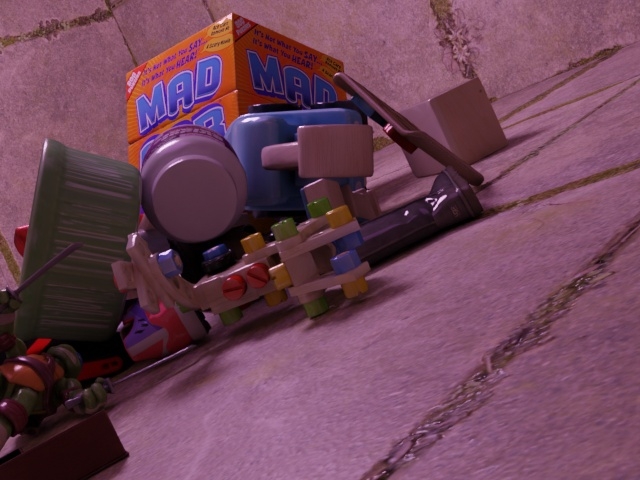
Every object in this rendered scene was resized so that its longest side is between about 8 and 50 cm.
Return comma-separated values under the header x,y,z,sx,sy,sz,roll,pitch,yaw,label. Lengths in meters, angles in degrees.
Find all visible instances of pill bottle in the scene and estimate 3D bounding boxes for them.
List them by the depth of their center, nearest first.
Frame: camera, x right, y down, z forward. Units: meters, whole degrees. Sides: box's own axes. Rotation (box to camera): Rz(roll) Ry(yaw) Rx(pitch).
x,y,z,sx,sy,sz,roll,pitch,yaw,label
-0.202,-0.089,1.679,0.169,0.169,0.301,-25,15,-3,pill bottle

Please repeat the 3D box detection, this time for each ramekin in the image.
x,y,z,sx,sy,sz,roll,pitch,yaw,label
-0.363,0.009,1.582,0.148,0.304,0.303,10,-4,-16,ramekin

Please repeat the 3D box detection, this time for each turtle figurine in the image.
x,y,z,sx,sy,sz,roll,pitch,yaw,label
-0.357,0.143,1.301,0.274,0.198,0.266,-26,5,29,turtle figurine

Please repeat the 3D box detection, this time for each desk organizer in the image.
x,y,z,sx,sy,sz,roll,pitch,yaw,label
-0.253,0.210,1.003,0.130,0.050,0.047,-27,7,-20,desk organizer

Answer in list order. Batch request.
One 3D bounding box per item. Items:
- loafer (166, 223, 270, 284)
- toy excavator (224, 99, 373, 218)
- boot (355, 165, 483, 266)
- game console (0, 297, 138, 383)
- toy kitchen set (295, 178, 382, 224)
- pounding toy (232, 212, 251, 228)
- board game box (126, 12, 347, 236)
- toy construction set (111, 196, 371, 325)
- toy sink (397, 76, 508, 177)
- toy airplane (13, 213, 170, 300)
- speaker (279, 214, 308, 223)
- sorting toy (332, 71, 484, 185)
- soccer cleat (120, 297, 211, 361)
x,y,z,sx,sy,sz,roll,pitch,yaw,label
-0.151,0.040,1.749,0.130,0.134,0.366,-23,15,-19,loafer
-0.040,-0.136,1.825,0.432,0.223,0.445,1,5,30,toy excavator
0.113,-0.023,1.481,0.208,0.076,0.189,-31,4,4,boot
-0.446,0.183,1.716,0.341,0.060,0.386,-10,11,2,game console
0.000,0.000,1.634,0.166,0.122,0.207,-23,-13,25,toy kitchen set
-0.193,0.036,1.941,0.141,0.130,0.100,-22,-5,28,pounding toy
-0.178,-0.226,2.354,0.356,0.357,0.356,-20,-23,38,board game box
-0.089,0.039,1.333,0.327,0.151,0.215,-7,12,10,toy construction set
0.262,-0.230,2.187,0.131,0.153,0.234,-27,5,-16,toy sink
-0.367,0.042,2.130,0.384,0.273,0.386,-11,-25,23,toy airplane
-0.027,-0.047,2.233,0.055,0.055,0.136,-30,8,-37,speaker
0.166,-0.159,1.754,0.041,0.307,0.229,-53,47,8,sorting toy
-0.248,0.114,1.563,0.116,0.109,0.318,-31,10,-12,soccer cleat
